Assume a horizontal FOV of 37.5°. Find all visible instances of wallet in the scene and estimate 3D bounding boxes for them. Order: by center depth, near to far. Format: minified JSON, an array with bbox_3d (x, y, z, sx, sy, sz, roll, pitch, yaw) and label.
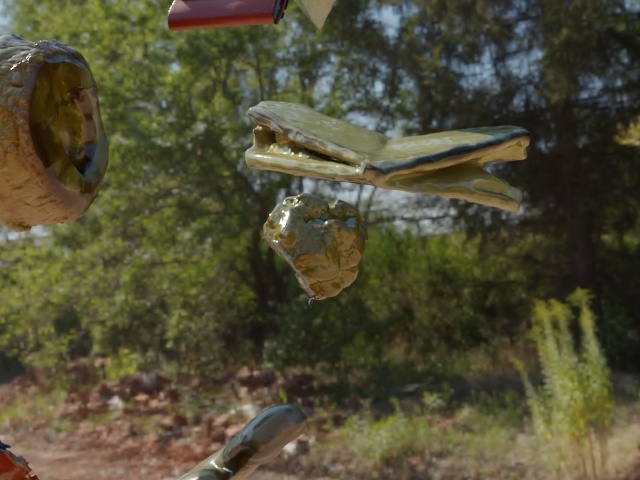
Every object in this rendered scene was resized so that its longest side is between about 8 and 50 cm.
[{"bbox_3d":[-0.148,-0.412,1.565,0.204,0.142,0.045,2,-28,25],"label":"wallet"}]

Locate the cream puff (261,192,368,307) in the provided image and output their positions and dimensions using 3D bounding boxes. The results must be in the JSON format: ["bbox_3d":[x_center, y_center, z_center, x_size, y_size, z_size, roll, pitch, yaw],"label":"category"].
[{"bbox_3d":[0.001,-0.001,1.289,0.156,0.156,0.121,-5,-3,-29],"label":"cream puff"}]

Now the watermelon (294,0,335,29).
[{"bbox_3d":[0.004,-0.325,0.745,0.176,0.260,0.256,30,4,-18],"label":"watermelon"}]

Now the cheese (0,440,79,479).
[{"bbox_3d":[-0.324,0.329,1.087,0.217,0.329,0.129,-28,23,19],"label":"cheese"}]

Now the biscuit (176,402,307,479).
[{"bbox_3d":[-0.121,0.319,1.378,0.237,0.062,0.290,-37,-8,-6],"label":"biscuit"}]

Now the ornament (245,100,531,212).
[{"bbox_3d":[0.042,-0.057,0.651,0.201,0.059,0.180,8,13,7],"label":"ornament"}]

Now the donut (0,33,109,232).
[{"bbox_3d":[-0.442,-0.176,1.516,0.160,0.330,0.330,-5,-3,6],"label":"donut"}]
